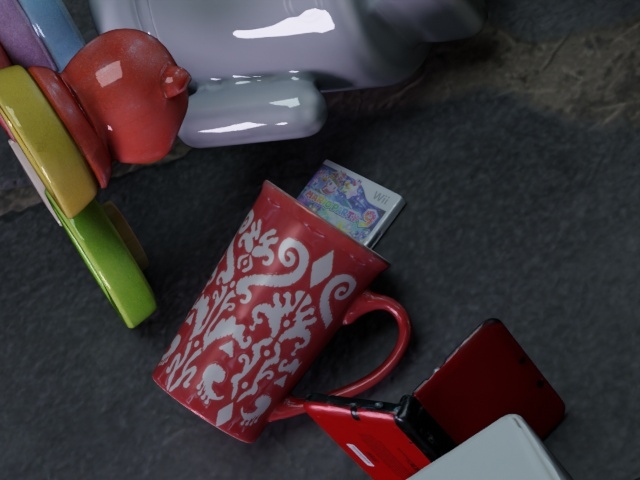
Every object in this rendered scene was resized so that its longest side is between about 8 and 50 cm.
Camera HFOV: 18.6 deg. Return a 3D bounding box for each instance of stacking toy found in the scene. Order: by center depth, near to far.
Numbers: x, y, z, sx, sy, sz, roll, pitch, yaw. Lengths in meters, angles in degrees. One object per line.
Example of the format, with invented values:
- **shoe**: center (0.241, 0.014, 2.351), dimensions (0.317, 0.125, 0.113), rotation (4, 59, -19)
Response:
- **stacking toy**: center (-0.180, -0.099, 1.545), dimensions (0.130, 0.279, 0.309), rotation (-32, 45, -8)

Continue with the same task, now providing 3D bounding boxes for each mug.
- **mug**: center (-0.029, 0.064, 1.436), dimensions (0.150, 0.113, 0.169), rotation (35, 91, 34)

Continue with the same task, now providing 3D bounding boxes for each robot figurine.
- **robot figurine**: center (-0.040, -0.215, 1.572), dimensions (0.353, 0.200, 0.300), rotation (-4, 63, 28)

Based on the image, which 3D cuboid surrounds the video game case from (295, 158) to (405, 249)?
- **video game case**: center (0.000, 0.000, 1.532), dimensions (0.087, 0.011, 0.122), rotation (28, 76, 40)

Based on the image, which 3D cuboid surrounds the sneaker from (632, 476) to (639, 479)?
- **sneaker**: center (0.113, 0.199, 1.276), dimensions (0.281, 0.106, 0.162), rotation (-37, 46, 4)

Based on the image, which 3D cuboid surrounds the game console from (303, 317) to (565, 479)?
- **game console**: center (0.078, 0.113, 1.324), dimensions (0.124, 0.144, 0.085), rotation (5, 62, 33)

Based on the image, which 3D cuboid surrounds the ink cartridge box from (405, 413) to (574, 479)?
- **ink cartridge box**: center (0.092, 0.303, 1.034), dimensions (0.279, 0.385, 0.160), rotation (-34, 46, 6)
